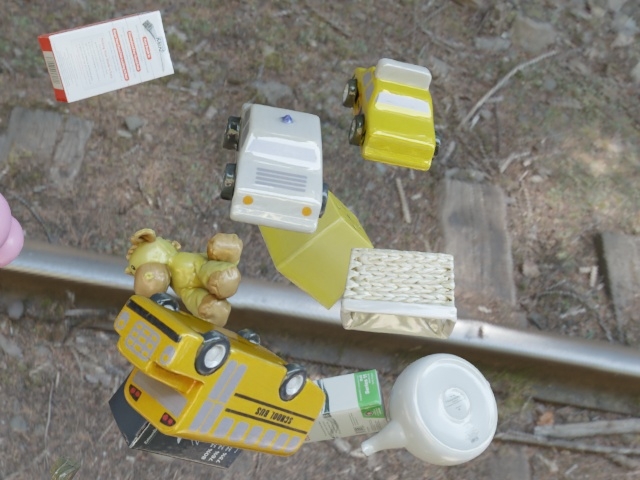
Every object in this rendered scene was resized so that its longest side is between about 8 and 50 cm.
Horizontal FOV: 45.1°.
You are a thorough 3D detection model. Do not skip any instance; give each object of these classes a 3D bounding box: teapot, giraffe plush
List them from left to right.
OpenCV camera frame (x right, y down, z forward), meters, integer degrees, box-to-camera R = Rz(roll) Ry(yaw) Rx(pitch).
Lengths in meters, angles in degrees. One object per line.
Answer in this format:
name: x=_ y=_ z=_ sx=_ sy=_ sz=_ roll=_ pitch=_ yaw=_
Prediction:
giraffe plush: x=-0.233 y=0.050 z=1.262 sx=0.171 sy=0.181 sz=0.210 roll=14 pitch=23 yaw=-16
teapot: x=0.249 y=0.377 z=1.689 sx=0.256 sy=0.187 sz=0.252 roll=25 pitch=56 yaw=-14

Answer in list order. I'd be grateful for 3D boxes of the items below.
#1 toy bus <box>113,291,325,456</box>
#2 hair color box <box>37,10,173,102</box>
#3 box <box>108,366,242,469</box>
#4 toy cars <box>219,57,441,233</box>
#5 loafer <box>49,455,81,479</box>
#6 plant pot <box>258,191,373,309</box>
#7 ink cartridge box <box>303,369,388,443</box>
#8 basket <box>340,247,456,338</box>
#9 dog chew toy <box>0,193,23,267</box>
toy bus: x=-0.120 y=0.172 z=0.940 sx=0.108 sy=0.333 sz=0.130 roll=30 pitch=87 yaw=34
hair color box: x=-0.301 y=-0.262 z=1.093 sx=0.167 sy=0.093 sz=0.053 roll=-24 pitch=26 yaw=-31
box: x=-0.192 y=0.249 z=1.196 sx=0.207 sy=0.153 sz=0.108 roll=32 pitch=9 yaw=-44
toy cars: x=0.024 y=-0.129 z=0.819 sx=0.176 sy=0.087 sz=0.394 roll=34 pitch=38 yaw=23
loafer: x=-0.548 y=0.490 z=1.631 sx=0.050 sy=0.148 sz=0.056 roll=29 pitch=77 yaw=-2
plant pot: x=0.000 y=0.000 z=1.875 sx=0.212 sy=0.187 sz=0.212 roll=41 pitch=14 yaw=-39
ink cartridge box: x=0.034 y=0.368 z=1.695 sx=0.209 sy=0.153 sz=0.086 roll=-11 pitch=54 yaw=5
basket: x=0.117 y=0.078 z=1.149 sx=0.167 sy=0.113 sz=0.103 roll=5 pitch=69 yaw=6
dog chew toy: x=-0.740 y=-0.045 z=1.588 sx=0.207 sy=0.332 sz=0.206 roll=-7 pitch=62 yaw=14
